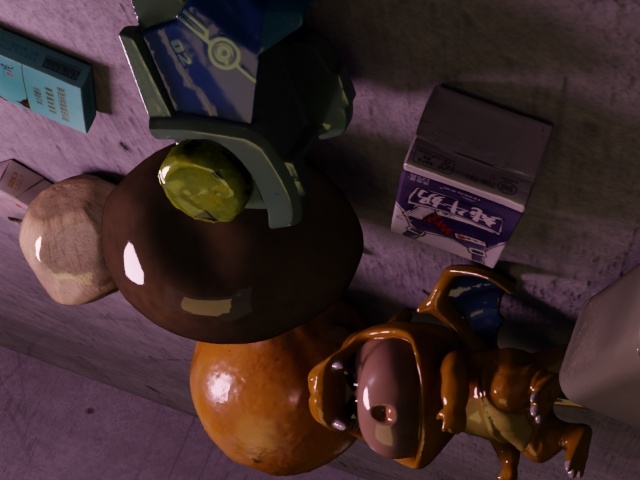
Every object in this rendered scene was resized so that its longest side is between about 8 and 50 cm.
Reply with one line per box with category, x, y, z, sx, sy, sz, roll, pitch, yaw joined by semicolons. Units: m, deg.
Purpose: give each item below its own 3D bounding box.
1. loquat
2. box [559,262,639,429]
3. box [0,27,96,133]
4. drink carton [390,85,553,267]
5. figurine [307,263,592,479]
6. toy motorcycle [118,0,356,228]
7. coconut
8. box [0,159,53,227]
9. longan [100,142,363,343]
loquat;-0.058;0.231;2.039;0.328;0.328;0.328;20;161;7
box;0.498;0.150;1.426;0.352;0.177;0.344;22;164;-1
box;-0.413;-0.227;1.613;0.229;0.041;0.162;23;161;-1
drink carton;0.159;-0.064;1.330;0.134;0.102;0.222;18;163;5
figurine;0.217;0.222;1.797;0.387;0.268;0.401;3;158;39
toy motorcycle;-0.075;-0.181;1.185;0.200;0.191;0.326;4;138;24
coconut;-0.371;0.003;1.963;0.224;0.224;0.224;20;161;7
box;-0.493;-0.054;2.147;0.233;0.067;0.149;33;157;-31
longan;-0.117;0.004;1.560;0.350;0.288;0.288;4;155;23
